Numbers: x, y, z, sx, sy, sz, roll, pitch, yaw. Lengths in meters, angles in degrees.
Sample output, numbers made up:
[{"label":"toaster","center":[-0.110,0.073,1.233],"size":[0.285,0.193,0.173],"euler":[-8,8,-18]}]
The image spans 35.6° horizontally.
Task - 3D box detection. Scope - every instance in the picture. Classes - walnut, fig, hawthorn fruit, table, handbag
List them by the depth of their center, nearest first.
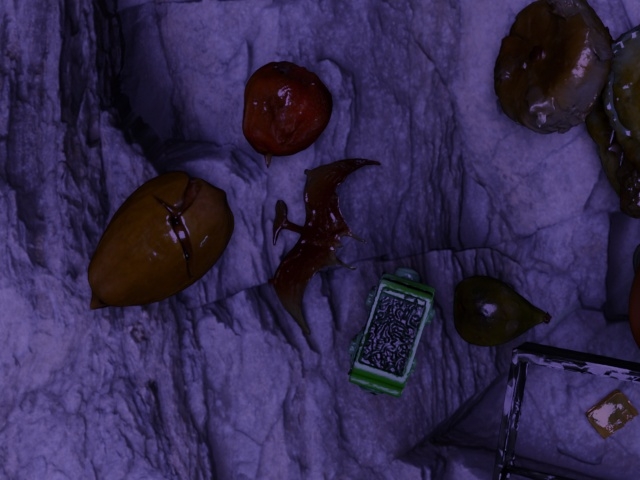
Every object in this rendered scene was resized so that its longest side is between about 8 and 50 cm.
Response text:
[{"label":"table","center":[0.493,0.346,1.743],"size":[0.335,0.222,0.272],"euler":[9,91,18]},{"label":"fig","center":[0.338,0.129,1.837],"size":[0.185,0.126,0.132],"euler":[-1,76,7]},{"label":"walnut","center":[-0.308,0.018,1.839],"size":[0.336,0.209,0.209],"euler":[-44,88,10]},{"label":"hawthorn fruit","center":[-0.069,-0.244,1.843],"size":[0.179,0.173,0.173],"euler":[-36,88,2]},{"label":"handbag","center":[0.547,0.327,1.871],"size":[0.083,0.027,0.061],"euler":[-40,89,5]}]

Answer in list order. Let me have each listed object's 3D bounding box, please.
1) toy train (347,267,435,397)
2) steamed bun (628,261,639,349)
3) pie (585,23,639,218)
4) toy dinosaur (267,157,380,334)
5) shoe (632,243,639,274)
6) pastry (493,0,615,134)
[{"label":"toy train","center":[0.129,0.169,1.815],"size":[0.133,0.188,0.243],"euler":[18,92,4]},{"label":"steamed bun","center":[0.695,0.071,1.673],"size":[0.379,0.235,0.248],"euler":[-9,92,-37]},{"label":"pie","center":[0.699,-0.228,1.788],"size":[0.418,0.180,0.395],"euler":[-10,76,0]},{"label":"toy dinosaur","center":[0.005,0.008,1.879],"size":[0.207,0.113,0.327],"euler":[-8,78,29]},{"label":"shoe","center":[0.638,0.133,1.833],"size":[0.103,0.098,0.274],"euler":[-11,90,7]},{"label":"pastry","center":[0.405,-0.318,1.779],"size":[0.236,0.121,0.257],"euler":[-47,45,38]}]
